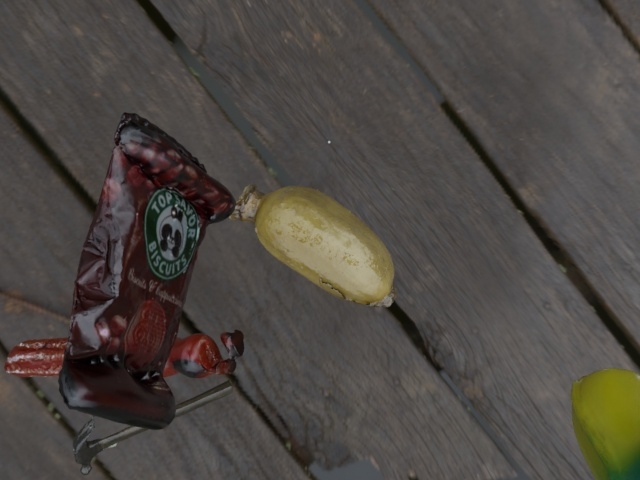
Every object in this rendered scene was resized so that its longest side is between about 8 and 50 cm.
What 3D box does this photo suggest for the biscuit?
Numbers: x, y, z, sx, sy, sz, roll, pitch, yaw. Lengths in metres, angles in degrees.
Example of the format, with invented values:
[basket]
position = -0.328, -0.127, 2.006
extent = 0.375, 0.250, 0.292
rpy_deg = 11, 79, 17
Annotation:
[biscuit]
position = -0.141, 0.032, 0.754
extent = 0.063, 0.151, 0.235
rpy_deg = 6, 71, 21

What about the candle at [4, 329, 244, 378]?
[candle]
position = -0.219, 0.122, 0.970
extent = 0.329, 0.051, 0.048
rpy_deg = -6, 83, 35

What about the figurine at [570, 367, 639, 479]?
[figurine]
position = 0.258, 0.180, 0.473
extent = 0.324, 0.340, 0.231
rpy_deg = 25, 117, 22

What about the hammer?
[hammer]
position = -0.286, 0.312, 1.626
extent = 0.297, 0.027, 0.125
rpy_deg = -19, 136, -23

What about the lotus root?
[lotus root]
position = 0.001, -0.002, 1.499
extent = 0.303, 0.146, 0.130
rpy_deg = 33, 90, 6
